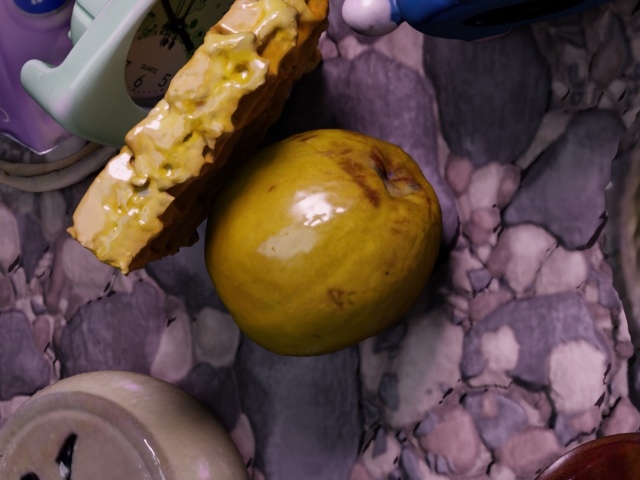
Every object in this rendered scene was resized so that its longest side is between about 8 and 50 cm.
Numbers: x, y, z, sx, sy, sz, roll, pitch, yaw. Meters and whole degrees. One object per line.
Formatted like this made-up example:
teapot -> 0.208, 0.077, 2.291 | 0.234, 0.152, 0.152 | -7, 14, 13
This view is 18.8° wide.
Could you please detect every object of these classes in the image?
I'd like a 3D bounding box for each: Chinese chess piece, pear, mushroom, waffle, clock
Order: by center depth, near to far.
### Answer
pear -> 0.000, 0.000, 1.299 | 0.162, 0.149, 0.148 | -33, 72, 23
waffle -> -0.064, -0.089, 1.308 | 0.057, 0.229, 0.219 | 37, 103, 5
clock -> -0.103, -0.160, 1.365 | 0.066, 0.159, 0.211 | 41, 102, 29
Chinese chess piece -> -0.153, 0.213, 1.446 | 0.238, 0.092, 0.237 | 1, 91, 35
mushroom -> -0.230, -0.076, 1.534 | 0.306, 0.043, 0.068 | 8, 116, 34

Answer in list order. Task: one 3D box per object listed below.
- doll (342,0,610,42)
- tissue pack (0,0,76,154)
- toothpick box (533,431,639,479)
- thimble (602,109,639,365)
doll -> 0.092, -0.288, 1.181 | 0.284, 0.240, 0.310 | -12, 89, 21
tissue pack -> -0.257, -0.254, 1.360 | 0.160, 0.338, 0.242 | -42, 60, -18
toothpick box -> 0.216, 0.205, 1.024 | 0.294, 0.192, 0.192 | 1, 92, 62
thimble -> 0.309, -0.005, 1.071 | 0.271, 0.150, 0.270 | 0, 90, 36
